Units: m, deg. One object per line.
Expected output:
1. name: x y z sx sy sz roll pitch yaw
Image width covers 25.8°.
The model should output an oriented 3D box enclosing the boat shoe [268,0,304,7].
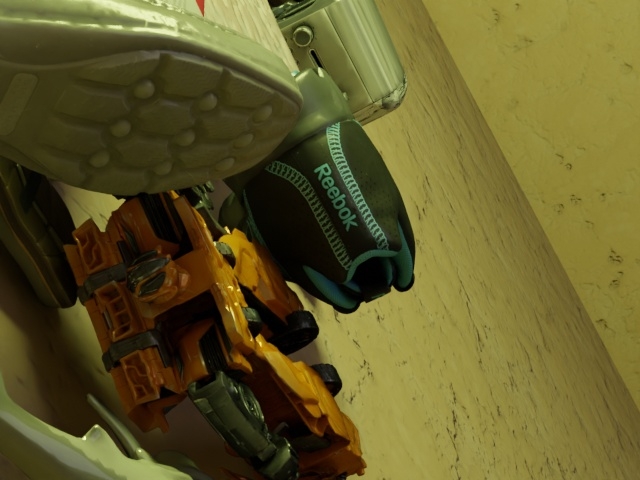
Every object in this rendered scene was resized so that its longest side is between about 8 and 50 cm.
1. boat shoe: -0.059 -0.350 1.545 0.111 0.104 0.307 67 16 16

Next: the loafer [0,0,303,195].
1. loafer: -0.147 -0.095 0.653 0.319 0.112 0.111 9 44 -41

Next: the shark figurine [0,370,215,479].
1. shark figurine: -0.100 0.137 0.617 0.166 0.116 0.278 32 -8 27

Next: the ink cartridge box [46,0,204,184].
1. ink cartridge box: -0.200 -0.215 0.811 0.306 0.131 0.226 52 19 -29

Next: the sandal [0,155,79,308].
1. sandal: -0.179 -0.037 0.749 0.072 0.049 0.180 -80 155 -58

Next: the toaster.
1. toaster: 0.014 -0.197 1.491 0.146 0.129 0.227 63 13 -12

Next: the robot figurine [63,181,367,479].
1. robot figurine: -0.057 0.064 0.827 0.211 0.085 0.291 65 8 24

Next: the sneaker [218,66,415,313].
1. sneaker: 0.000 0.000 1.014 0.139 0.125 0.341 58 0 13

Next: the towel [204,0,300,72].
1. towel: -0.111 -0.235 1.149 0.317 0.053 0.332 -60 126 -76
